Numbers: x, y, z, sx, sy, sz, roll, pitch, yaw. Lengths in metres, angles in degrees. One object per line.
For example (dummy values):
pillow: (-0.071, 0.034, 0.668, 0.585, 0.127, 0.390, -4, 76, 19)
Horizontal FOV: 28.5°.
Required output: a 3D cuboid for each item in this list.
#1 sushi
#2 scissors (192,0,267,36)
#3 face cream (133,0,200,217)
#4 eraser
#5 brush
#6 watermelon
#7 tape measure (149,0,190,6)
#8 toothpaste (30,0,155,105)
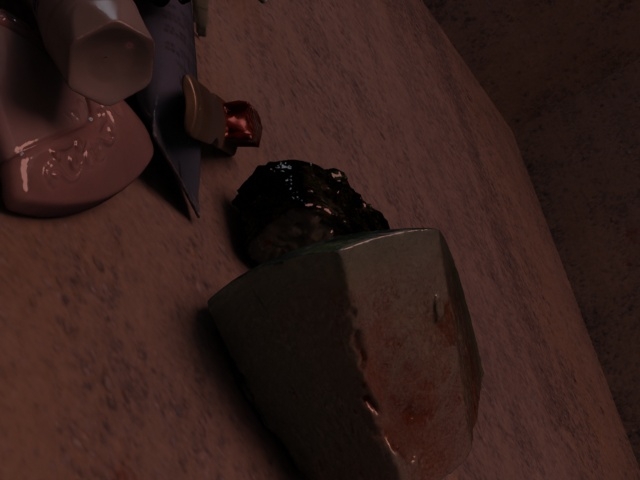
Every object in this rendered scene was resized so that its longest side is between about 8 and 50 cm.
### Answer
sushi: (0.000, 0.000, 1.418, 0.225, 0.124, 0.127, 38, 26, -39)
scissors: (-0.149, -0.398, 1.474, 0.029, 0.256, 0.383, 55, -14, 38)
face cream: (-0.172, -0.209, 1.340, 0.135, 0.086, 0.385, 67, 8, -53)
eraser: (-0.214, -0.109, 1.080, 0.243, 0.059, 0.204, 11, 51, -63)
brush: (-0.101, -0.128, 1.334, 0.321, 0.050, 0.060, -6, 94, -86)
watermelon: (0.048, 0.133, 1.211, 0.387, 0.228, 0.258, 50, 26, -59)
tape measure: (-0.201, -0.346, 1.291, 0.199, 0.112, 0.186, 34, 28, -37)
toothpaste: (-0.227, -0.240, 1.098, 0.371, 0.080, 0.125, -121, -161, -47)
